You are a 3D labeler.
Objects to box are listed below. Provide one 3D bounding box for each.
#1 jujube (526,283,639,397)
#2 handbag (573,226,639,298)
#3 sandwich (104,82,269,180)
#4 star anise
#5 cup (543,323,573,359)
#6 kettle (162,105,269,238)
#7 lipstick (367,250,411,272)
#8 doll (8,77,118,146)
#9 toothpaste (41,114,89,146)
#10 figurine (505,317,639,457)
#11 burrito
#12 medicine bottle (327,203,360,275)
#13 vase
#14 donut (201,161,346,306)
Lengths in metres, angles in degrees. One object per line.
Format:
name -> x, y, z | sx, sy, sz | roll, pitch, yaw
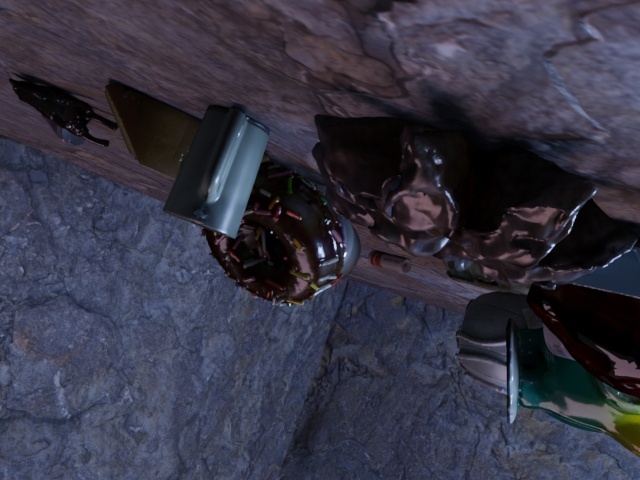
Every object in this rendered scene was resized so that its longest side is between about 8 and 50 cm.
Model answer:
jujube -> 0.394, 0.111, 0.972 | 0.236, 0.168, 0.168 | 29, 178, 15
handbag -> 0.323, 0.015, 0.806 | 0.221, 0.057, 0.144 | 17, 169, 40
sandwich -> -0.205, -0.135, 1.032 | 0.258, 0.096, 0.094 | 25, 179, -24
star anise -> 0.128, -0.031, 0.686 | 0.331, 0.118, 0.332 | 25, 174, 3
cup -> 0.472, 0.144, 1.154 | 0.173, 0.134, 0.142 | 25, 171, -38
kettle -> -0.133, -0.089, 0.896 | 0.098, 0.148, 0.127 | 20, 177, 26
lipstick -> 0.181, 0.056, 1.885 | 0.038, 0.038, 0.130 | 24, 173, -38
doll -> -0.442, -0.224, 1.198 | 0.165, 0.057, 0.139 | 28, 179, 12
toothpaste -> -0.522, -0.231, 1.468 | 0.089, 0.057, 0.234 | 25, 180, -29
figurine -> 0.514, 0.241, 1.300 | 0.340, 0.324, 0.231 | 0, 144, 17
burrito -> 0.313, 0.055, 1.202 | 0.096, 0.066, 0.309 | 17, 178, -28
medicine bottle -> 0.000, 0.000, 1.387 | 0.143, 0.143, 0.258 | 19, 175, 9
vase -> 0.537, 0.246, 1.545 | 0.445, 0.250, 0.250 | 10, 171, 37
donut -> -0.083, -0.004, 1.176 | 0.269, 0.103, 0.270 | 22, 136, 22
